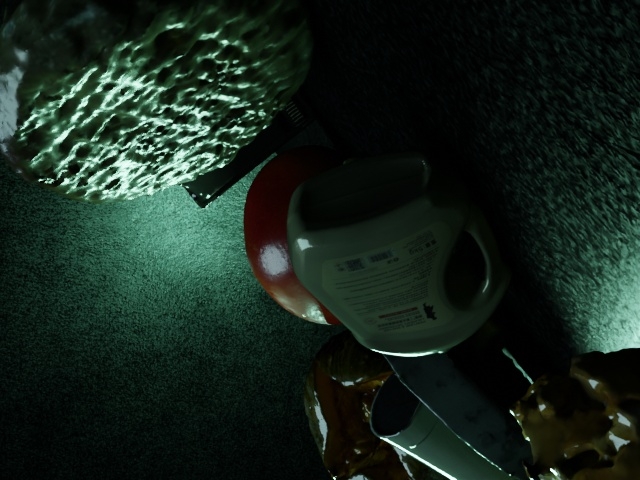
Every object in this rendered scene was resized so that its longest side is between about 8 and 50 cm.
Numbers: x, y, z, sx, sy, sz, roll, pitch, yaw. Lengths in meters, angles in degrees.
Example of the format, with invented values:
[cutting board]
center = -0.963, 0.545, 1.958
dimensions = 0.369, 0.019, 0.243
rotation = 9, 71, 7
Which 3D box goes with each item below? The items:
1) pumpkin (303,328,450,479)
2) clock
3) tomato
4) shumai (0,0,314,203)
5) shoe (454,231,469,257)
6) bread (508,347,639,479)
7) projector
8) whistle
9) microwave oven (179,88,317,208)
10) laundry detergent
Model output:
[pumpkin]
center = 0.114, 0.269, 1.501
dimensions = 0.192, 0.320, 0.320
rotation = -11, -124, -46
[clock]
center = 0.186, 0.169, 1.234
dimensions = 0.313, 0.061, 0.312
rotation = 40, -168, -10
[tomato]
center = 0.000, 0.000, 1.515
dimensions = 0.298, 0.226, 0.298
rotation = 51, -179, -1
[shumai]
center = -0.206, -0.246, 1.006
dimensions = 0.323, 0.324, 0.397
rotation = 62, 179, 18
[shoe]
center = 0.105, -0.016, 1.012
dimensions = 0.106, 0.091, 0.207
rotation = 26, 164, 17
[bread]
center = 0.215, 0.160, 0.481
dimensions = 0.260, 0.147, 0.160
rotation = 57, -172, 20
[projector]
center = 0.220, 0.290, 1.325
dimensions = 0.337, 0.108, 0.108
rotation = 34, -173, -26
[whistle]
center = 0.124, 0.019, 1.260
dimensions = 0.326, 0.057, 0.068
rotation = 50, 150, 27
[microwave oven]
center = -0.167, -0.211, 1.483
dimensions = 0.188, 0.247, 0.178
rotation = 53, -179, 41
[laundry detergent]
center = 0.083, 0.031, 0.918
dimensions = 0.253, 0.181, 0.091
rotation = 57, -158, -45
